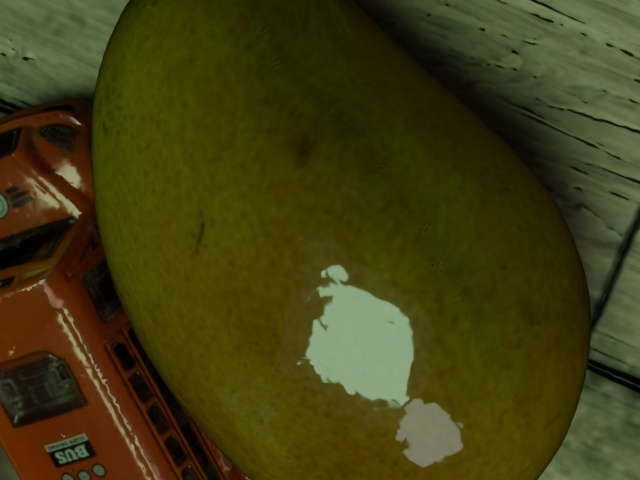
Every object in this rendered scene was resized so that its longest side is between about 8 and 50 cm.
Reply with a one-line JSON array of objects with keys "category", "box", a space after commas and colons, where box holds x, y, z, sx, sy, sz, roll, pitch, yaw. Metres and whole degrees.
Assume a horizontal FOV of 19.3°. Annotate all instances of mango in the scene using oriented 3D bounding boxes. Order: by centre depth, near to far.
[{"category": "mango", "box": [0.000, 0.000, 1.118, 0.264, 0.221, 0.378, -31, 90, 33]}]

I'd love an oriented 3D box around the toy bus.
[{"category": "toy bus", "box": [-0.151, 0.079, 1.240, 0.143, 0.153, 0.329, -18, 107, 28]}]
